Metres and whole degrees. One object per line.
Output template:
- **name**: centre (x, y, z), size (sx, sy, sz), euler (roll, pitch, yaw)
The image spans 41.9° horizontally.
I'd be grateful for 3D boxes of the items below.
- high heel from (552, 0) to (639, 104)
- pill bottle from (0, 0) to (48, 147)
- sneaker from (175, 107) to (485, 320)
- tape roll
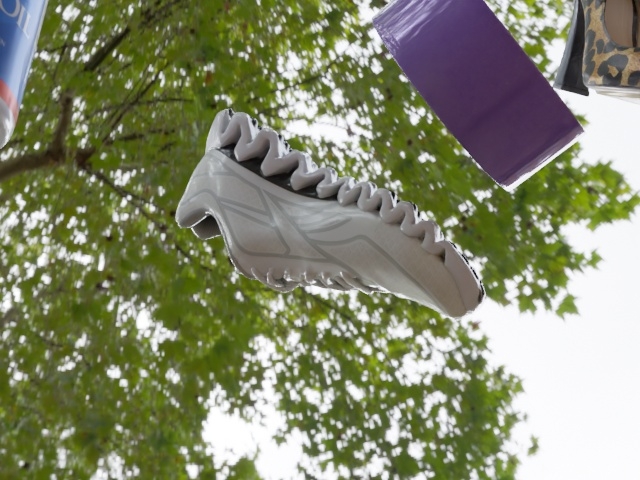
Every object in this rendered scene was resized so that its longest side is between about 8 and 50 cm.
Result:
- **high heel**: centre (0.307, -0.220, 0.776), size (0.093, 0.261, 0.186), euler (11, -78, -16)
- **pill bottle**: centre (-0.256, -0.181, 0.588), size (0.124, 0.221, 0.124), euler (4, -23, 2)
- **sneaker**: centre (0.000, 0.000, 0.684), size (0.118, 0.292, 0.110), euler (-56, -32, -7)
- **tape roll**: centre (0.132, -0.139, 0.700), size (0.080, 0.189, 0.189), euler (-38, -62, 18)
